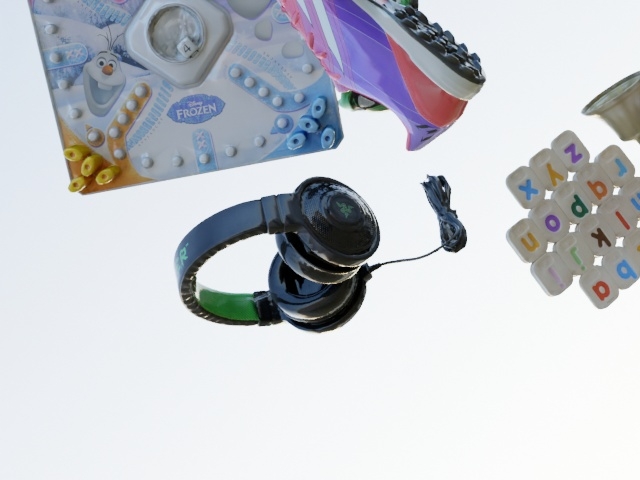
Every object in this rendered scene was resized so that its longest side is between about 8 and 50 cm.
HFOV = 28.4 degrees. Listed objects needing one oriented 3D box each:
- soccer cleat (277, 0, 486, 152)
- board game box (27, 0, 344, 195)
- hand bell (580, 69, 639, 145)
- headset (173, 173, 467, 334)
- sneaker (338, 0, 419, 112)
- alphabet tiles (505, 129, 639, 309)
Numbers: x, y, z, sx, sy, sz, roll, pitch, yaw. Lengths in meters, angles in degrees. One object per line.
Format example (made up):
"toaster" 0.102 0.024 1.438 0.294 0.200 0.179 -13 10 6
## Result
"soccer cleat" 0.015 -0.221 1.282 0.116 0.318 0.108 -53 -4 25
"board game box" -0.194 -0.277 1.691 0.050 0.389 0.390 -66 -34 -76
"hand bell" 0.553 -0.150 2.104 0.126 0.242 0.126 -35 6 5
"headset" 0.000 0.000 1.677 0.394 0.185 0.243 -6 -33 -11
"sneaker" 0.071 -0.318 1.819 0.134 0.146 0.344 85 180 -46
"alphabet tiles" 0.446 -0.036 2.149 0.284 0.278 0.021 -38 1 -22
